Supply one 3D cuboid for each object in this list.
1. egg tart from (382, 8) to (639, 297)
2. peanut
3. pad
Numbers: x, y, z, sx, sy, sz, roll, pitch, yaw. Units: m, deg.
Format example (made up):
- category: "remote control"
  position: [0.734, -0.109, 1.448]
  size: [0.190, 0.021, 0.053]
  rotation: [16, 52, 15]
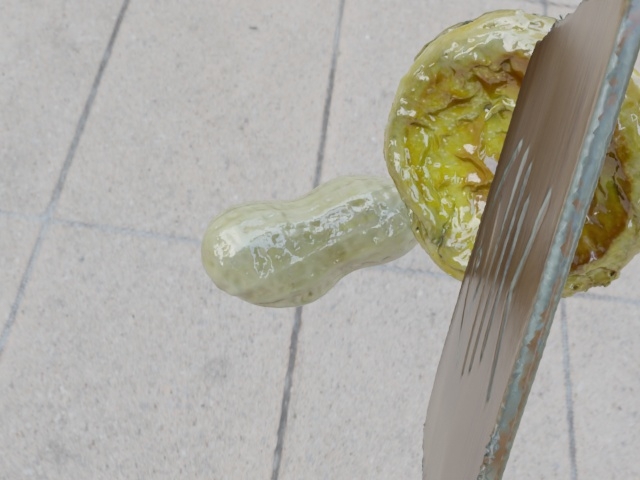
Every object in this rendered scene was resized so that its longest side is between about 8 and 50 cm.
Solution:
- category: "egg tart"
  position: [0.163, -0.069, 0.641]
  size: [0.241, 0.241, 0.106]
  rotation: [36, 35, 16]
- category: "peanut"
  position: [0.000, 0.000, 0.831]
  size: [0.256, 0.124, 0.124]
  rotation: [-15, 60, -18]
- category: "pad"
  position: [0.101, 0.016, 0.439]
  size: [0.018, 0.284, 0.287]
  rotation: [17, 99, 4]
